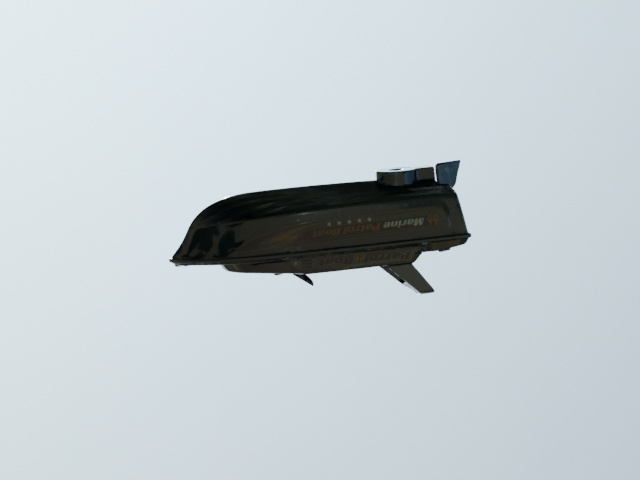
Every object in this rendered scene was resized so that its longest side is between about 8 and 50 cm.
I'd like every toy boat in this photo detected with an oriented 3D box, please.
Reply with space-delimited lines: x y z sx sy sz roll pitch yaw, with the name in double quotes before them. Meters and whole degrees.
"toy boat" 0.000 0.000 1.574 0.093 0.246 0.103 -155 -121 -75
